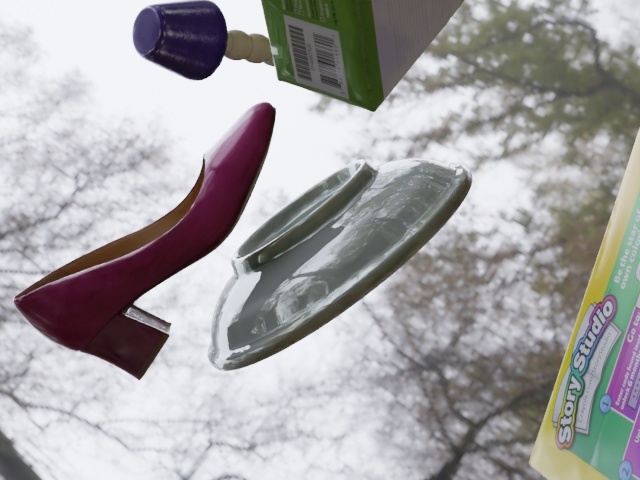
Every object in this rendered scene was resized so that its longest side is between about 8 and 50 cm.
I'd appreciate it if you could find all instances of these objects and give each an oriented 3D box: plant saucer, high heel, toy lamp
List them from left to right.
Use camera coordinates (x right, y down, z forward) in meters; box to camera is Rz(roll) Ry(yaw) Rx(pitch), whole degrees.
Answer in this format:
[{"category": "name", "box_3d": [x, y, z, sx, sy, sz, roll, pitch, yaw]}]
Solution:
[{"category": "high heel", "box_3d": [-0.203, -0.028, 1.510, 0.377, 0.181, 0.127, -60, 10, 0]}, {"category": "toy lamp", "box_3d": [-0.058, -0.183, 1.235, 0.274, 0.080, 0.080, 4, -66, -43]}, {"category": "plant saucer", "box_3d": [0.000, 0.000, 1.584, 0.400, 0.400, 0.100, -41, -80, -24]}]

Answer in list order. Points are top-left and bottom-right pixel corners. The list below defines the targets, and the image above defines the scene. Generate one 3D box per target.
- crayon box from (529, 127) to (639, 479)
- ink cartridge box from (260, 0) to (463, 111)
[{"category": "crayon box", "box_3d": [0.347, 0.093, 1.101, 0.106, 0.313, 0.363, 15, -83, -22]}, {"category": "ink cartridge box", "box_3d": [0.060, -0.258, 1.024, 0.255, 0.097, 0.189, -52, -31, -31]}]
